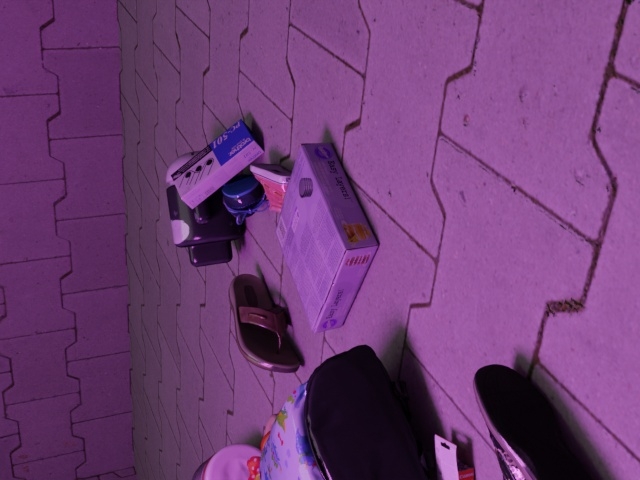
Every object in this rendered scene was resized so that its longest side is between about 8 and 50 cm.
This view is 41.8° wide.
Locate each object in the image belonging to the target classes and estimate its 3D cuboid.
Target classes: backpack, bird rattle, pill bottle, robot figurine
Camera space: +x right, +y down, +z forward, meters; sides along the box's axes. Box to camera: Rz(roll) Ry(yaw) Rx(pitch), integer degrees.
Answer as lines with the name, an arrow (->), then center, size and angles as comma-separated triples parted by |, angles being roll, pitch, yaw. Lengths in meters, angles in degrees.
backpack -> 0.028, 0.376, 1.381 | 0.355, 0.273, 0.290 | 88, 162, -68
bird rattle -> -0.089, 0.492, 1.880 | 0.253, 0.143, 0.207 | -164, 80, -80
pill bottle -> -0.239, 0.635, 2.154 | 0.318, 0.176, 0.176 | 130, 129, -60
robot figurine -> -0.278, -0.079, 2.029 | 0.209, 0.173, 0.278 | -10, 88, 49

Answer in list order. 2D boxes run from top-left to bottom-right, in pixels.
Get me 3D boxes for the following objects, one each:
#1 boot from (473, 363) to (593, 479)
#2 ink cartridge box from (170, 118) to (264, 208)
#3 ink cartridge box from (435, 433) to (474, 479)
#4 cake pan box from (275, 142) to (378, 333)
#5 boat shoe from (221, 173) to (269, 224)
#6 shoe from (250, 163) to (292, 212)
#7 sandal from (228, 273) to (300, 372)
boot -> 0.236, 0.288, 1.015 | 0.178, 0.085, 0.236 | 101, 151, -43
ink cartridge box -> -0.231, -0.170, 1.860 | 0.046, 0.207, 0.097 | 47, -172, -45
ink cartridge box -> 0.194, 0.339, 1.205 | 0.063, 0.029, 0.115 | -171, 75, -67
cake pan box -> 0.000, 0.000, 1.514 | 0.267, 0.070, 0.245 | 109, 148, -47
boat shoe -> -0.161, -0.095, 1.857 | 0.258, 0.109, 0.089 | -117, 9, -78
shoe -> -0.097, -0.108, 1.715 | 0.178, 0.063, 0.081 | 28, 119, 59
sandal -> -0.129, 0.169, 1.828 | 0.086, 0.120, 0.303 | -63, 38, 33
